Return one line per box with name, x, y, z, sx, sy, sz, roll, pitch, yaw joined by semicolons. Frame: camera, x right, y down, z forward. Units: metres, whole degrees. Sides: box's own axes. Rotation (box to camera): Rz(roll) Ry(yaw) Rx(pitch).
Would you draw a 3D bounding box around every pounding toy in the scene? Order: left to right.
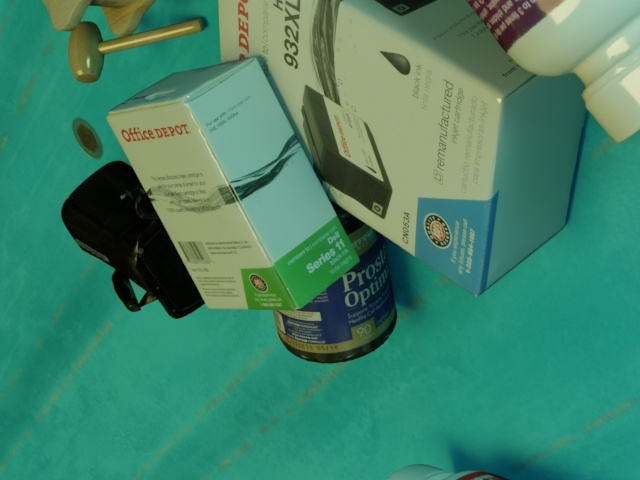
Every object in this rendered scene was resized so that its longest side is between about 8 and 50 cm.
pounding toy;-0.190;-0.285;1.646;0.269;0.155;0.154;-42;56;49

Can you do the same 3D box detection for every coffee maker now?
coffee maker;-0.198;-0.022;1.844;0.178;0.120;0.171;29;133;48

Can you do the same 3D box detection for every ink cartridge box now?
ink cartridge box;-0.079;-0.047;1.464;0.153;0.087;0.208;0;121;55
ink cartridge box;0.062;-0.133;1.398;0.307;0.129;0.223;34;144;29

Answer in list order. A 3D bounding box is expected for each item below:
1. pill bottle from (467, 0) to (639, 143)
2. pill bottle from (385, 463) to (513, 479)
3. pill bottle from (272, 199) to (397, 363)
pill bottle;0.162;-0.221;1.147;0.301;0.169;0.169;53;148;3
pill bottle;0.182;0.318;1.633;0.283;0.161;0.161;14;130;47
pill bottle;0.000;0.000;1.611;0.123;0.123;0.219;23;137;40
